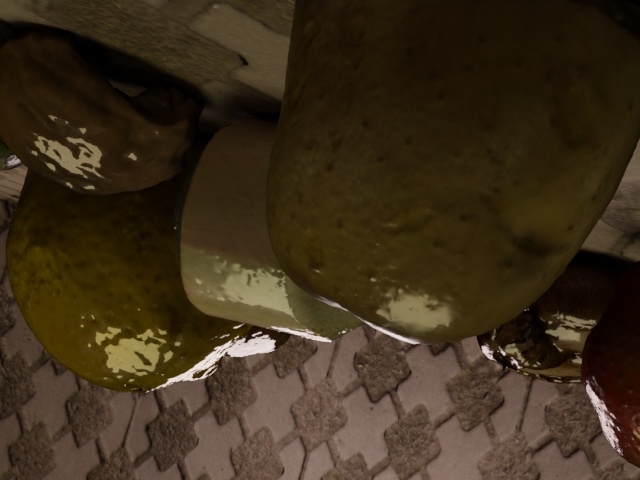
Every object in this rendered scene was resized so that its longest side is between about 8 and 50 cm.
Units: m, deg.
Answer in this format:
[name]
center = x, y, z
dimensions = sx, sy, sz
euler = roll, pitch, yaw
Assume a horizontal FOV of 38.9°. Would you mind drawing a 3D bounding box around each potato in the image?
[potato]
center = 0.066, -0.045, 0.592
dimensions = 0.285, 0.243, 0.242
euler = 13, 174, 43

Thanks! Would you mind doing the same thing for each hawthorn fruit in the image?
[hawthorn fruit]
center = 0.460, 0.151, 1.049
dimensions = 0.299, 0.276, 0.275
euler = 13, 173, 19

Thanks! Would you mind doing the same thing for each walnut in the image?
[walnut]
center = -0.259, -0.128, 0.968
dimensions = 0.238, 0.141, 0.204
euler = 12, 168, 10

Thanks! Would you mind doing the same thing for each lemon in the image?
[lemon]
center = -0.241, 0.014, 1.213
dimensions = 0.387, 0.349, 0.350
euler = 60, 167, -4

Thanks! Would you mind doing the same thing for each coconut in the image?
[coconut]
center = -0.049, -0.016, 1.006
dimensions = 0.244, 0.239, 0.239
euler = 10, 172, 16

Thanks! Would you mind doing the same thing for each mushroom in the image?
[mushroom]
center = 0.366, 0.124, 1.371
dimensions = 0.278, 0.163, 0.297
euler = 14, 156, -34

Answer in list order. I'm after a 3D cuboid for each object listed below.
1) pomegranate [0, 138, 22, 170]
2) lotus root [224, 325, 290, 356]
[pomegranate]
center = -0.497, -0.147, 1.325
dimensions = 0.163, 0.126, 0.138
euler = -40, 148, 26
[lotus root]
center = -0.171, 0.031, 1.490
dimensions = 0.316, 0.316, 0.250
euler = 15, 158, 3
